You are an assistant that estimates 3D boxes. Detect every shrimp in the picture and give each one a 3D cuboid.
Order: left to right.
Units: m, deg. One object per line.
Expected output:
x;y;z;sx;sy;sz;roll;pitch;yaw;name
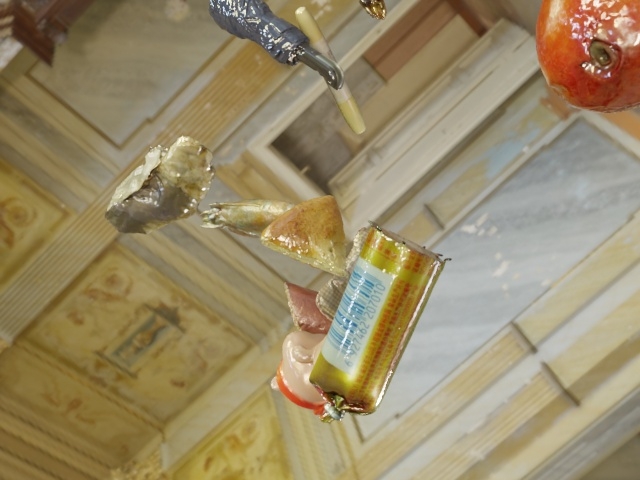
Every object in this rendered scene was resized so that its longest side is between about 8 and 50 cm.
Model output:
-0.123;-0.030;1.742;0.317;0.077;0.168;7;147;29;shrimp
0.071;-0.533;1.575;0.267;0.061;0.145;64;-174;23;shrimp

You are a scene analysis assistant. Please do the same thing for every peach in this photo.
0.427;-0.309;1.107;0.238;0.281;0.281;50;-171;-27;peach

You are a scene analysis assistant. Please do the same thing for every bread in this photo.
-0.004;-0.022;1.311;0.154;0.054;0.136;27;-124;-6;bread
0.000;0.172;1.744;0.192;0.119;0.067;15;174;5;bread

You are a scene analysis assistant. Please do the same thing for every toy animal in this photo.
0.013;0.240;1.479;0.171;0.171;0.198;43;147;-19;toy animal

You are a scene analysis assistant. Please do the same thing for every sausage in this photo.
0.076;0.138;1.182;0.125;0.317;0.117;19;-167;-14;sausage

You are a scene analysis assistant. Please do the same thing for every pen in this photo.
0.018;-0.265;1.260;0.233;0.032;0.040;60;-174;-34;pen

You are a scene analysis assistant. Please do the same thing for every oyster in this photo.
-0.317;-0.085;1.534;0.166;0.341;0.110;38;-136;-41;oyster

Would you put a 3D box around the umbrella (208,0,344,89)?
-0.059;-0.298;1.172;0.248;0.071;0.071;33;-174;18;umbrella

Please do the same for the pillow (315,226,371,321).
0.090;0.088;1.697;0.135;0.211;0.034;33;176;-4;pillow
